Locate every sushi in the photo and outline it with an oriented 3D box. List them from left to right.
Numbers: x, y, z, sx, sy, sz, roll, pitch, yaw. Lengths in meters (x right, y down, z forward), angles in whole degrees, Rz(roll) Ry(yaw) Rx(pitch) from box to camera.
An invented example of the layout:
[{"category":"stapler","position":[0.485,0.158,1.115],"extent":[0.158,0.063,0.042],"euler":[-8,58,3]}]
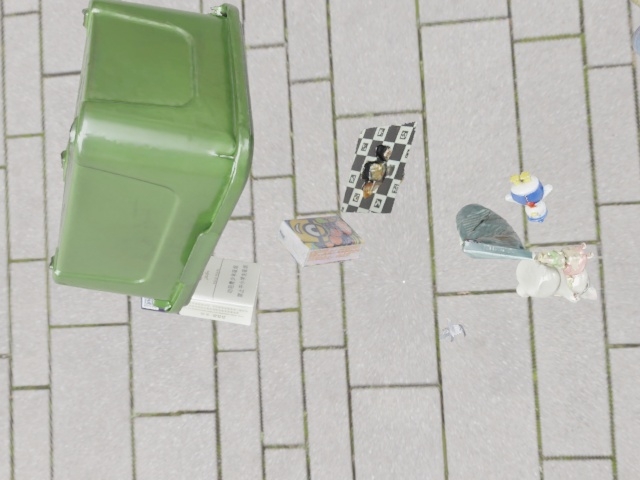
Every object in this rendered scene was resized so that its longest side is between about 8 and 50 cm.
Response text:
[{"category":"sushi","position":[0.139,-0.155,1.434],"extent":[0.040,0.192,0.210],"euler":[21,81,-35]}]

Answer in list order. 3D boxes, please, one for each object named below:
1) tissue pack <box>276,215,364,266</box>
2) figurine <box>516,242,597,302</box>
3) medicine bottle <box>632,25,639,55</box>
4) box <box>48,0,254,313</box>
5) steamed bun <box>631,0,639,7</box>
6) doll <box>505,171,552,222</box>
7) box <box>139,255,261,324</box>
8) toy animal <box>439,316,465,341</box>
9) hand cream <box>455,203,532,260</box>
[{"category":"tissue pack","position":[0.000,0.000,1.311],"extent":[0.108,0.148,0.060],"euler":[48,131,39]},{"category":"figurine","position":[0.390,0.056,1.000],"extent":[0.146,0.098,0.081],"euler":[3,58,-18]},{"category":"medicine bottle","position":[0.693,-0.388,1.277],"extent":[0.083,0.203,0.083],"euler":[3,117,5]},{"category":"box","position":[-0.201,-0.087,0.721],"extent":[0.177,0.329,0.253],"euler":[4,54,-23]},{"category":"steamed bun","position":[0.399,-0.397,0.690],"extent":[0.247,0.428,0.189],"euler":[40,108,-1]},{"category":"doll","position":[0.439,-0.087,1.335],"extent":[0.098,0.143,0.058],"euler":[-12,43,31]},{"category":"box","position":[-0.276,0.107,1.502],"extent":[0.259,0.168,0.071],"euler":[8,125,-2]},{"category":"toy animal","position":[0.271,0.186,1.343],"extent":[0.028,0.084,0.050],"euler":[-28,92,-31]},{"category":"hand cream","position":[0.218,-0.013,0.857],"extent":[0.075,0.248,0.052],"euler":[-15,98,9]}]
